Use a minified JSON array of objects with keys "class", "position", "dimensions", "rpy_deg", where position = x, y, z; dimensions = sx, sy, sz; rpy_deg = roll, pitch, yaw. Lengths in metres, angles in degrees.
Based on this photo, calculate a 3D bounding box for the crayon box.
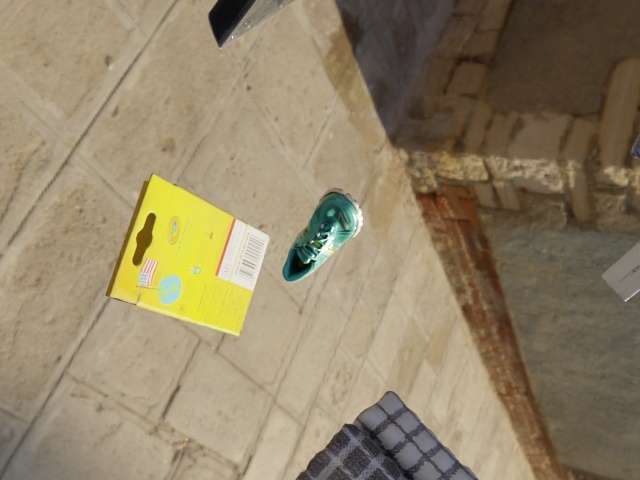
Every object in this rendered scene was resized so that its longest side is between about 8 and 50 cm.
[{"class":"crayon box","position":[-0.228,0.030,1.145],"dimensions":[0.318,0.081,0.202],"rpy_deg":[33,71,-55]}]

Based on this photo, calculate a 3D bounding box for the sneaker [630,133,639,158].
[{"class":"sneaker","position":[0.465,-0.059,0.837],"dimensions":[0.083,0.087,0.221],"rpy_deg":[-14,73,-26]}]

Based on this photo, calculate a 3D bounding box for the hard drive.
[{"class":"hard drive","position":[-0.041,-0.365,0.911],"dimensions":[0.054,0.172,0.255],"rpy_deg":[47,49,-8]}]

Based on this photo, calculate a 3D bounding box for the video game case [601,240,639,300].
[{"class":"video game case","position":[0.607,-0.026,1.112],"dimensions":[0.269,0.061,0.244],"rpy_deg":[-15,148,-49]}]

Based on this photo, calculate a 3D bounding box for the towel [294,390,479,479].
[{"class":"towel","position":[0.039,0.284,0.481],"dimensions":[0.121,0.235,0.284],"rpy_deg":[-25,152,-53]}]

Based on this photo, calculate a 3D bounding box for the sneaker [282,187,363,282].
[{"class":"sneaker","position":[0.000,0.000,1.425],"dimensions":[0.110,0.107,0.275],"rpy_deg":[-49,175,-44]}]
